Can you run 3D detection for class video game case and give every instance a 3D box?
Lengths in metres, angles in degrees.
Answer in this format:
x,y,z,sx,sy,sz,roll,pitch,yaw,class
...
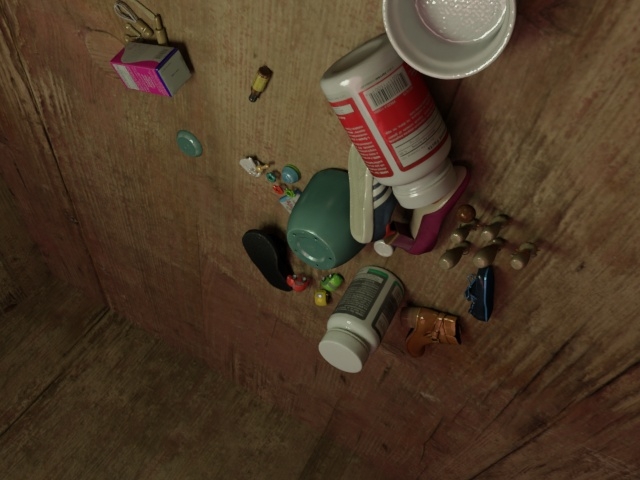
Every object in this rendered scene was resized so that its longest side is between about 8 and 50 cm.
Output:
x,y,z,sx,sy,sz,roll,pitch,yaw,class
-0.066,-0.108,1.918,0.166,0.015,0.119,49,142,-17,video game case

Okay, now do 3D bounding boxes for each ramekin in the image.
x,y,z,sx,sy,sz,roll,pitch,yaw,class
0.283,-0.501,1.097,0.277,0.135,0.277,20,141,17,ramekin

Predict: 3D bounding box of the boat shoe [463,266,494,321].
x,y,z,sx,sy,sz,roll,pitch,yaw,class
0.514,0.183,1.709,0.088,0.109,0.258,16,138,29,boat shoe

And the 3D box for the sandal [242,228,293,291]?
x,y,z,sx,sy,sz,roll,pitch,yaw,class
-0.206,0.063,2.166,0.167,0.107,0.446,17,153,21,sandal

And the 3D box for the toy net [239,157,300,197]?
x,y,z,sx,sy,sz,roll,pitch,yaw,class
-0.180,-0.236,1.845,0.232,0.045,0.122,24,144,18,toy net

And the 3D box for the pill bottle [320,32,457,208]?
x,y,z,sx,sy,sz,roll,pitch,yaw,class
0.191,-0.291,1.330,0.228,0.229,0.408,-8,126,43,pill bottle

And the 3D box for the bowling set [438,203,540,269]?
x,y,z,sx,sy,sz,roll,pitch,yaw,class
0.475,-0.027,1.504,0.286,0.154,0.200,1,113,40,bowling set

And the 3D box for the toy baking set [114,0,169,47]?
x,y,z,sx,sy,sz,roll,pitch,yaw,class
-0.576,-0.676,1.673,0.196,0.030,0.256,23,142,16,toy baking set

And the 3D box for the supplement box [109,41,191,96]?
x,y,z,sx,sy,sz,roll,pitch,yaw,class
-0.548,-0.553,1.674,0.219,0.111,0.114,18,152,26,supplement box

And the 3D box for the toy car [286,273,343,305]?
x,y,z,sx,sy,sz,roll,pitch,yaw,class
0.001,0.196,2.140,0.239,0.053,0.224,36,139,-28,toy car

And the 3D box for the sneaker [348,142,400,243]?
x,y,z,sx,sy,sz,roll,pitch,yaw,class
0.173,-0.169,1.556,0.131,0.148,0.351,-145,53,-60,sneaker

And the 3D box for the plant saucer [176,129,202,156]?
x,y,z,sx,sy,sz,roll,pitch,yaw,class
-0.504,-0.362,1.976,0.119,0.021,0.119,22,142,18,plant saucer

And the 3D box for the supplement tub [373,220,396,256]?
x,y,z,sx,sy,sz,roll,pitch,yaw,class
0.228,-0.005,1.722,0.070,0.107,0.071,22,143,18,supplement tub

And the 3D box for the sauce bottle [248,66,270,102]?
x,y,z,sx,sy,sz,roll,pitch,yaw,class
-0.190,-0.474,1.586,0.042,0.042,0.128,39,145,-5,sauce bottle

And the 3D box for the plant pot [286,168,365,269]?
x,y,z,sx,sy,sz,roll,pitch,yaw,class
0.027,-0.046,1.712,0.292,0.235,0.293,25,147,18,plant pot

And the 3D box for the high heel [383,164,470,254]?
x,y,z,sx,sy,sz,roll,pitch,yaw,class
0.361,-0.086,1.571,0.181,0.127,0.377,12,145,-27,high heel

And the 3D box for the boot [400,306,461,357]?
x,y,z,sx,sy,sz,roll,pitch,yaw,class
0.435,0.366,1.995,0.220,0.109,0.284,6,127,29,boot

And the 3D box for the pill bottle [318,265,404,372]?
x,y,z,sx,sy,sz,roll,pitch,yaw,class
0.149,0.283,1.891,0.204,0.361,0.204,22,142,18,pill bottle
